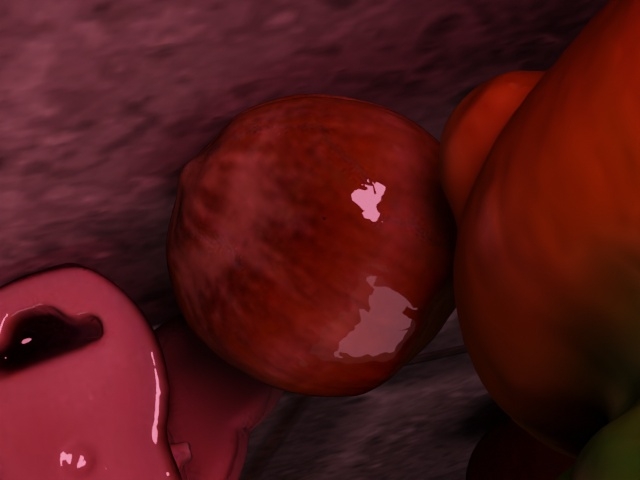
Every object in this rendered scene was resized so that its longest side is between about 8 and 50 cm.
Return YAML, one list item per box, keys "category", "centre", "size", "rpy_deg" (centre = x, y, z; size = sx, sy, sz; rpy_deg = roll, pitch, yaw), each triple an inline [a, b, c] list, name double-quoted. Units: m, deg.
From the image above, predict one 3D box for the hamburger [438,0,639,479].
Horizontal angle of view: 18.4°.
- category: "hamburger"
  centre: [0.234, 0.012, 0.446]
  size: [0.396, 0.277, 0.396]
  rpy_deg: [-20, 163, -6]

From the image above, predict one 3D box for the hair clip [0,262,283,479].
- category: "hair clip"
  centre: [-0.057, 0.082, 0.595]
  size: [0.123, 0.138, 0.102]
  rpy_deg: [-26, 165, 1]

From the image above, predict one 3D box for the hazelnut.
- category: "hazelnut"
  centre: [0.000, 0.000, 0.523]
  size: [0.086, 0.086, 0.086]
  rpy_deg: [-16, 160, -6]

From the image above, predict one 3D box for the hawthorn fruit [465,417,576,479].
- category: "hawthorn fruit"
  centre: [0.127, 0.121, 0.892]
  size: [0.125, 0.140, 0.125]
  rpy_deg: [12, 149, 8]
